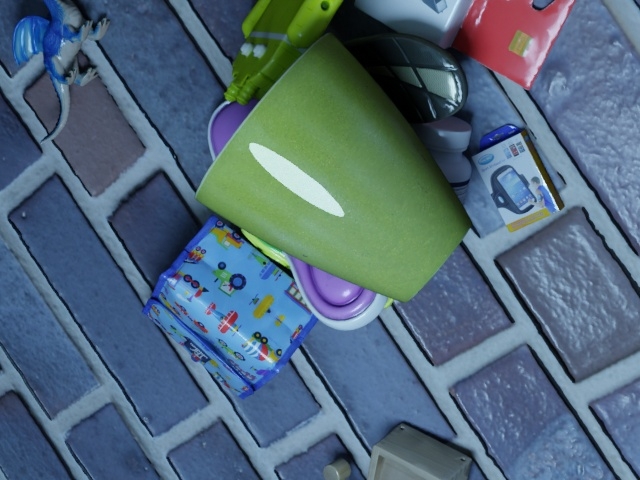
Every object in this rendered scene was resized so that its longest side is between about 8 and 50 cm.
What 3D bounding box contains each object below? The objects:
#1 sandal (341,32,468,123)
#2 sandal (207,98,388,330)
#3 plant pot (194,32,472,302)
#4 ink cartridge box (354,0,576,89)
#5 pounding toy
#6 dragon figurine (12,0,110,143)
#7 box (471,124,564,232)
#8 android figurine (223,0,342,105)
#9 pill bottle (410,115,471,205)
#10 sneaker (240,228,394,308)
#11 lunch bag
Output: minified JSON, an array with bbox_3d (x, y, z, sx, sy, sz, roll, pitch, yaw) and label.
[{"bbox_3d":[0.084,-0.232,1.661,0.302,0.086,0.120,12,120,47],"label":"sandal"},{"bbox_3d":[-0.033,-0.065,1.711,0.169,0.102,0.416,-39,65,6],"label":"sandal"},{"bbox_3d":[0.039,-0.065,1.546,0.293,0.275,0.275,40,120,1],"label":"plant pot"},{"bbox_3d":[0.216,-0.377,1.572,0.261,0.066,0.296,33,118,15],"label":"ink cartridge box"},{"bbox_3d":[0.112,0.376,1.859,0.206,0.094,0.181,24,121,29],"label":"pounding toy"},{"bbox_3d":[-0.424,-0.308,1.907,0.144,0.085,0.289,27,116,17],"label":"dragon figurine"},{"bbox_3d":[0.266,-0.087,1.662,0.081,0.028,0.136,-26,95,31],"label":"box"},{"bbox_3d":[-0.041,-0.298,1.634,0.056,0.248,0.273,34,90,-22],"label":"android figurine"},{"bbox_3d":[0.147,-0.077,1.677,0.112,0.112,0.187,20,114,20],"label":"pill bottle"},{"bbox_3d":[0.000,0.000,1.797,0.295,0.109,0.124,27,85,24],"label":"sneaker"},{"bbox_3d":[-0.154,0.125,1.868,0.221,0.138,0.293,39,150,-1],"label":"lunch bag"}]
